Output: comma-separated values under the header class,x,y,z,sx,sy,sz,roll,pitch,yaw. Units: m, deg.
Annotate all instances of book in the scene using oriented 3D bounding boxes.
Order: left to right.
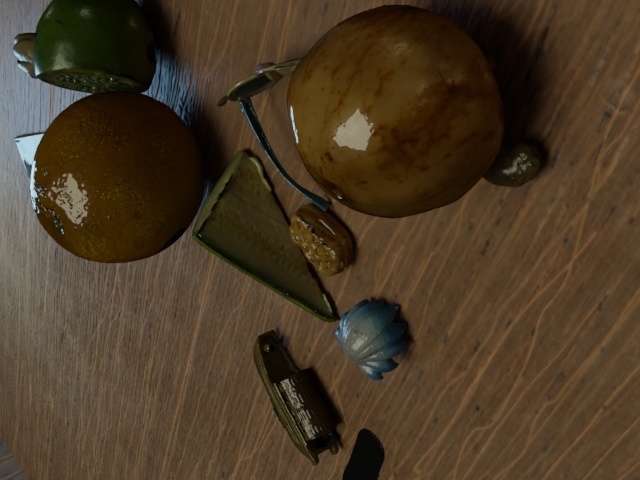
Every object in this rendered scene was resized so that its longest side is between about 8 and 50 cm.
class,x,y,z,sx,sy,sz,roll,pitch,yaw
book,-0.580,-0.159,2.133,0.199,0.016,0.138,3,114,53

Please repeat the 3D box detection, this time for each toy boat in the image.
class,x,y,z,sx,sy,sz,roll,pitch,yaw
toy boat,-0.038,0.249,1.632,0.088,0.068,0.226,-35,80,51

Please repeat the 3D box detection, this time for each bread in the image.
class,x,y,z,sx,sy,sz,roll,pitch,yaw
bread,0.000,0.000,1.429,0.110,0.044,0.083,47,144,19

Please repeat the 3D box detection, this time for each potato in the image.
class,x,y,z,sx,sy,sz,roll,pitch,yaw
potato,0.203,-0.080,1.100,0.092,0.045,0.046,-5,72,52

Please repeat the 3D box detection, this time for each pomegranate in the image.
class,x,y,z,sx,sy,sz,roll,pitch,yaw
pomegranate,-0.362,-0.314,1.594,0.241,0.190,0.159,-6,80,57
pomegranate,0.082,-0.137,1.069,0.248,0.248,0.248,32,135,38

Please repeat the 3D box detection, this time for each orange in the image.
class,x,y,z,sx,sy,sz,roll,pitch,yaw
orange,-0.317,-0.097,1.586,0.274,0.274,0.274,32,135,38

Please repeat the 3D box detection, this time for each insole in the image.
class,x,y,z,sx,sy,sz,roll,pitch,yaw
insole,0.067,0.383,1.631,0.080,0.003,0.232,39,139,32

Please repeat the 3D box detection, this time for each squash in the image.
class,x,y,z,sx,sy,sz,roll,pitch,yaw
squash,-0.061,0.004,1.537,0.252,0.169,0.093,33,153,-15

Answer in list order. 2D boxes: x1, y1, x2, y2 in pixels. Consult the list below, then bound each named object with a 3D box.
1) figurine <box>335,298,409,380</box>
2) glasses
class,x,y,z,sx,sy,sz,roll,pitch,yaw
figurine,0.075,0.127,1.399,0.114,0.079,0.114,-10,72,35
glasses,-0.011,-0.151,1.352,0.220,0.088,0.190,50,149,-16
